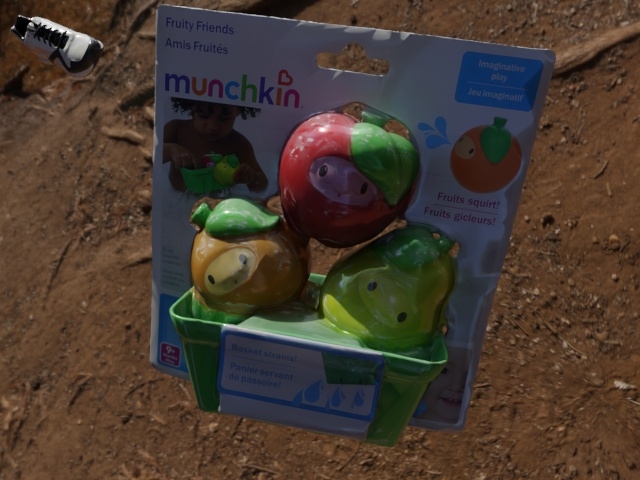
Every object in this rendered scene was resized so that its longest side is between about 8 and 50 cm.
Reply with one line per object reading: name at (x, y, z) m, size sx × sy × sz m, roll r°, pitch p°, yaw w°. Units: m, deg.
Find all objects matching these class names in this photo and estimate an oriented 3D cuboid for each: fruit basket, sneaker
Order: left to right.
sneaker at (-0.247, -0.183, 0.450) m, size 0.109 × 0.044 × 0.040 m, roll 19°, pitch 82°, yaw 28°
fruit basket at (0.000, 0.000, 0.423) m, size 0.327 × 0.165 × 0.353 m, roll 10°, pitch 113°, yaw 5°
